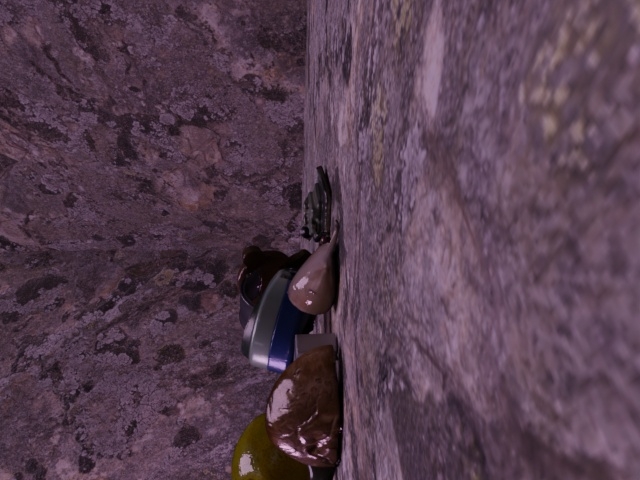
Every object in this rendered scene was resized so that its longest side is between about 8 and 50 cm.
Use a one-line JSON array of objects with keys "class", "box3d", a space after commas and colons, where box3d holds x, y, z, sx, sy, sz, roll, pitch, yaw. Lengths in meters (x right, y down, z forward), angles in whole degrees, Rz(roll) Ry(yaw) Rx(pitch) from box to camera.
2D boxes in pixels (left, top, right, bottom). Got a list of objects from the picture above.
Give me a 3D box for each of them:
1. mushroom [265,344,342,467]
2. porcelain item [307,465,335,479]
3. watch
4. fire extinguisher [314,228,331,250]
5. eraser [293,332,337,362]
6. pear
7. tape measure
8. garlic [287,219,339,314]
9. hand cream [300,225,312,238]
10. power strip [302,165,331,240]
[{"class": "mushroom", "box3d": [-0.037, 0.347, 0.919, 0.156, 0.151, 0.285, -106, 16, -70]}, {"class": "porcelain item", "box3d": [0.000, 0.518, 0.990, 0.081, 0.069, 0.215, 53, -162, -30]}, {"class": "watch", "box3d": [-0.146, 0.211, 1.719, 0.327, 0.335, 0.314, -123, 33, -45]}, {"class": "fire extinguisher", "box3d": [0.006, -0.001, 1.080, 0.100, 0.032, 0.046, 110, 163, -50]}, {"class": "eraser", "box3d": [-0.016, 0.269, 1.027, 0.212, 0.092, 0.046, 96, 171, -58]}, {"class": "pear", "box3d": [-0.124, 0.640, 1.304, 0.294, 0.294, 0.294, 180, 90, -86]}, {"class": "tape measure", "box3d": [-0.098, 0.214, 1.185, 0.259, 0.138, 0.262, 86, -153, -71]}, {"class": "garlic", "box3d": [-0.003, 0.074, 0.958, 0.266, 0.129, 0.148, 122, 137, -63]}, {"class": "hand cream", "box3d": [-0.046, -0.036, 1.764, 0.186, 0.054, 0.087, -33, -52, -87]}, {"class": "power strip", "box3d": [-0.015, -0.072, 1.177, 0.213, 0.065, 0.198, -99, 10, -62]}]
